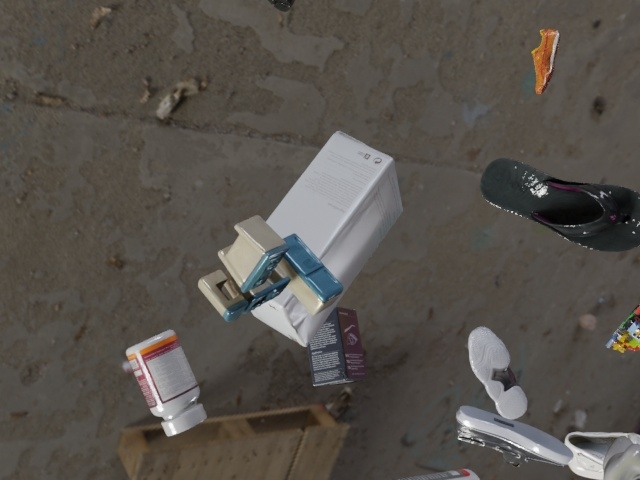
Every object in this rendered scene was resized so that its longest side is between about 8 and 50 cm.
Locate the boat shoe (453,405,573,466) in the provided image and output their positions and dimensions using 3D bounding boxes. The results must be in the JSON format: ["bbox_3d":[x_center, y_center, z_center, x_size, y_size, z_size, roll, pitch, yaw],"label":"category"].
[{"bbox_3d":[0.367,0.397,1.396,0.080,0.228,0.076,-27,133,-71],"label":"boat shoe"}]

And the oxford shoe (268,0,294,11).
[{"bbox_3d":[-0.100,-0.563,1.385,0.096,0.082,0.227,-52,139,-15],"label":"oxford shoe"}]

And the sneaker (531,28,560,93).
[{"bbox_3d":[0.610,-0.490,1.976,0.064,0.067,0.175,-4,105,-69],"label":"sneaker"}]

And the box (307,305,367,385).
[{"bbox_3d":[0.042,0.296,2.015,0.108,0.207,0.153,-15,164,22],"label":"box"}]

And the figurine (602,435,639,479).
[{"bbox_3d":[0.392,0.367,0.956,0.209,0.092,0.215,27,83,-74],"label":"figurine"}]

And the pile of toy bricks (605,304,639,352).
[{"bbox_3d":[0.799,0.223,1.762,0.118,0.105,0.212,-35,154,-39],"label":"pile of toy bricks"}]

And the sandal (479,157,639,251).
[{"bbox_3d":[0.606,-0.082,1.783,0.107,0.445,0.168,-14,120,-65],"label":"sandal"}]

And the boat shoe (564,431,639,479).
[{"bbox_3d":[0.614,0.422,1.395,0.096,0.277,0.098,61,39,-36],"label":"boat shoe"}]

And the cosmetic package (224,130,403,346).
[{"bbox_3d":[0.000,0.000,1.475,0.385,0.156,0.217,-51,153,-18],"label":"cosmetic package"}]

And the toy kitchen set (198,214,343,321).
[{"bbox_3d":[-0.042,0.037,1.004,0.207,0.122,0.166,-28,161,-48],"label":"toy kitchen set"}]

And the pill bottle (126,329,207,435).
[{"bbox_3d":[-0.352,0.328,1.659,0.121,0.121,0.221,-23,88,-23],"label":"pill bottle"}]

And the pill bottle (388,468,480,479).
[{"bbox_3d":[0.214,0.602,1.578,0.283,0.161,0.161,-2,120,-19],"label":"pill bottle"}]

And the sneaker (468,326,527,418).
[{"bbox_3d":[0.453,0.335,1.913,0.101,0.153,0.269,-26,102,3],"label":"sneaker"}]
